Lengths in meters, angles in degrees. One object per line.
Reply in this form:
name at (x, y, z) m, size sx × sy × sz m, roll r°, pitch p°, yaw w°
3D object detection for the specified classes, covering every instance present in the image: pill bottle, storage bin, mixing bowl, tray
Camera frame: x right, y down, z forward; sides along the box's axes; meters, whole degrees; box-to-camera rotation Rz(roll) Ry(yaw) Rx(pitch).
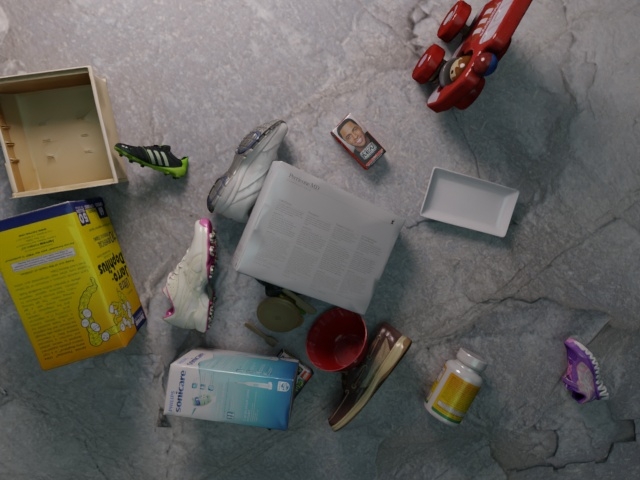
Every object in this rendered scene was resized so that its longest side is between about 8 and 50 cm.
pill bottle at (0.403, 0.428, 1.269) m, size 0.118 × 0.117 × 0.208 m, roll 26°, pitch 94°, yaw -11°
storage bin at (-0.625, -0.248, 1.017) m, size 0.261 × 0.123 × 0.261 m, roll -10°, pitch 101°, yaw -6°
mixing bowl at (0.062, 0.289, 1.189) m, size 0.181 × 0.181 × 0.098 m, roll -40°, pitch 134°, yaw 0°
tray at (0.422, -0.108, 1.227) m, size 0.271 × 0.030 × 0.145 m, roll 14°, pitch 96°, yaw -9°

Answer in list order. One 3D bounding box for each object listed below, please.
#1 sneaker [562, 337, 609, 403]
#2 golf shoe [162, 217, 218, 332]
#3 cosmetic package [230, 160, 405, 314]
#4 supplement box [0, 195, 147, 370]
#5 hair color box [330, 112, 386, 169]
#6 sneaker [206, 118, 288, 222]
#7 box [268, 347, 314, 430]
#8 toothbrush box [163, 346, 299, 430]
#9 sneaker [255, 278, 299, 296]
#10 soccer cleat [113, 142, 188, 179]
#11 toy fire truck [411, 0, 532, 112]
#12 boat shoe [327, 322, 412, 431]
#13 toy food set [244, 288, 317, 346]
sneaker at (0.803, 0.415, 1.337) m, size 0.105 × 0.095 × 0.236 m, roll -27°, pitch 103°, yaw 5°
golf shoe at (-0.341, 0.092, 1.119) m, size 0.140 × 0.115 × 0.305 m, roll 5°, pitch 97°, yaw -5°
cosmetic package at (0.000, 0.000, 1.112) m, size 0.378 × 0.097 × 0.284 m, roll 23°, pitch 94°, yaw -23°
supplement box at (-0.596, 0.092, 1.041) m, size 0.196 × 0.194 × 0.356 m, roll -16°, pitch 101°, yaw -5°
hair color box at (0.101, -0.264, 1.152) m, size 0.141 × 0.043 × 0.072 m, roll 43°, pitch 93°, yaw -11°
sneaker at (-0.170, -0.179, 1.114) m, size 0.129 × 0.111 × 0.297 m, roll 32°, pitch 95°, yaw -31°
box at (-0.127, 0.426, 1.231) m, size 0.114 × 0.036 × 0.207 m, roll 39°, pitch 89°, yaw -10°
toothbrush box at (-0.212, 0.367, 1.097) m, size 0.296 × 0.216 × 0.126 m, roll 8°, pitch 88°, yaw 0°
sneaker at (-0.099, 0.105, 1.182) m, size 0.171 × 0.051 × 0.088 m, roll -5°, pitch 105°, yaw -3°
soccer cleat at (-0.415, -0.211, 1.064) m, size 0.179 × 0.060 × 0.072 m, roll 20°, pitch 84°, yaw -40°
toy fire truck at (0.375, -0.463, 1.048) m, size 0.170 × 0.254 × 0.302 m, roll 29°, pitch 94°, yaw -11°
boat shoe at (0.117, 0.388, 1.239) m, size 0.123 × 0.123 × 0.341 m, roll 38°, pitch 97°, yaw 18°
toy food set at (-0.112, 0.205, 1.192) m, size 0.132 × 0.038 × 0.192 m, roll 41°, pitch 116°, yaw -16°
